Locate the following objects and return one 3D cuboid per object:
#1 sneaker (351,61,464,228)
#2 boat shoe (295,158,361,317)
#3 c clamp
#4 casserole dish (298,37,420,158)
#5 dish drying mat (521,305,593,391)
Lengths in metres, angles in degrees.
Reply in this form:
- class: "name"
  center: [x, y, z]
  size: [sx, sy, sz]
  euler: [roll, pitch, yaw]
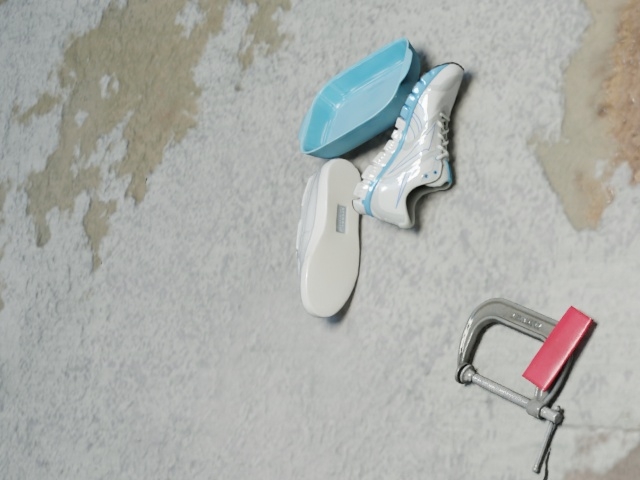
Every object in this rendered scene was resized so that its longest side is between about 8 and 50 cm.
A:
- class: "sneaker"
  center: [0.115, -0.097, 1.819]
  size: [0.083, 0.071, 0.190]
  euler: [30, 95, 25]
- class: "boat shoe"
  center: [0.000, 0.000, 1.891]
  size: [0.063, 0.066, 0.184]
  euler: [-22, 61, 55]
- class: "c clamp"
  center: [0.185, 0.130, 1.676]
  size: [0.161, 0.022, 0.137]
  euler: [32, 98, 47]
- class: "casserole dish"
  center: [0.048, -0.151, 1.892]
  size: [0.188, 0.037, 0.114]
  euler: [-27, 37, 44]
- class: "dish drying mat"
  center: [0.227, 0.103, 1.635]
  size: [0.032, 0.008, 0.083]
  euler: [36, 93, 39]
